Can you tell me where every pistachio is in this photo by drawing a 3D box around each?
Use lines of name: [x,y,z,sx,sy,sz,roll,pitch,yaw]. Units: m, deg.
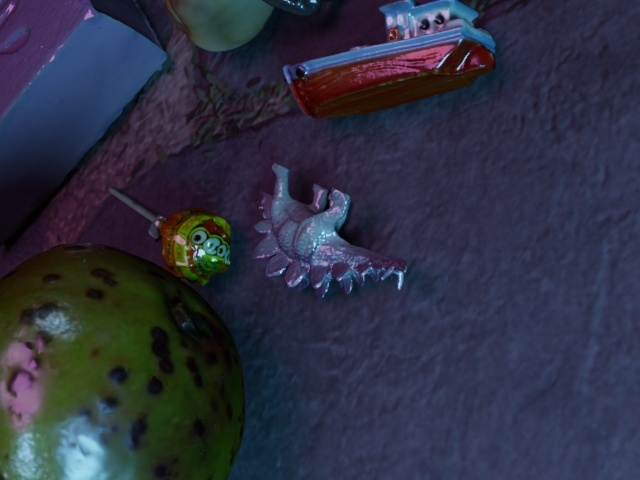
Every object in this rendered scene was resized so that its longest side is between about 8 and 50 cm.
pistachio: [-0.082,-0.235,0.820,0.113,0.113,0.149,23,82,42]

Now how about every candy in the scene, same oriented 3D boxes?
candy: [-0.138,-0.017,0.819,0.201,0.060,0.060,27,91,51]

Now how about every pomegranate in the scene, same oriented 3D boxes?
pomegranate: [-0.172,0.148,0.665,0.231,0.231,0.286,34,105,42]

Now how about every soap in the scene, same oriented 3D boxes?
soap: [-0.316,-0.186,0.991,0.285,0.107,0.296,-47,49,17]

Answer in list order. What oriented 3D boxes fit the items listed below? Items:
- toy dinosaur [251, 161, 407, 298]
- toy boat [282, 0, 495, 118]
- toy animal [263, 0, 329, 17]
toy dinosaur: [0.002,0.001,0.692,0.209,0.039,0.082,24,92,53]
toy boat: [0.043,-0.130,0.693,0.172,0.069,0.059,-11,80,36]
toy animal: [-0.026,-0.258,0.749,0.232,0.148,0.084,-41,2,-21]
